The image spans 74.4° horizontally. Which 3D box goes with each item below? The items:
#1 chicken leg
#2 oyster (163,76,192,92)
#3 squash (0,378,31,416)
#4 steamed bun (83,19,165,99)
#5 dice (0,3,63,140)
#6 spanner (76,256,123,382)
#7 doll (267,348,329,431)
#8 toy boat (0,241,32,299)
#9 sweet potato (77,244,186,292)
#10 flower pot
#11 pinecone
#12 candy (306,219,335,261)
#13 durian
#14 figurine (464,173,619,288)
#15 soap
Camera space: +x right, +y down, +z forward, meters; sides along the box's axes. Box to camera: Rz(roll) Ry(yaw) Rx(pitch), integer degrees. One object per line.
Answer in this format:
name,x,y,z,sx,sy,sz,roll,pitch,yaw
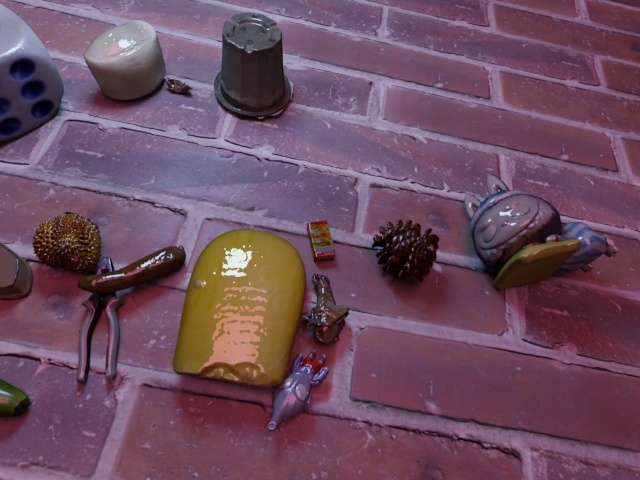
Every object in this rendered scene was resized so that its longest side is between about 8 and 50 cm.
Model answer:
chicken leg,0.018,0.183,1.143,0.125,0.080,0.196,25,50,-10
oyster,-0.497,-0.537,1.466,0.083,0.081,0.038,17,80,38
squash,-0.795,0.324,0.931,0.293,0.082,0.082,16,60,0
steamed bun,-0.627,-0.590,1.395,0.155,0.200,0.250,35,65,9
dice,-0.994,-0.499,1.247,0.304,0.276,0.304,39,60,11
spanner,-0.555,0.191,1.068,0.096,0.040,0.324,-3,63,-12
doll,-0.060,0.366,1.035,0.102,0.075,0.227,23,48,23
toy boat,-0.823,0.075,1.075,0.188,0.061,0.116,35,61,10
sweet potato,-0.478,0.083,1.101,0.274,0.075,0.075,-23,67,-32
flower pot,-0.228,-0.605,1.436,0.291,0.259,0.290,3,60,-6
pinecone,0.244,0.028,1.225,0.195,0.150,0.179,31,61,8
candy,0.000,0.000,1.265,0.062,0.038,0.121,-7,63,-13
durian,-0.660,0.006,1.103,0.158,0.137,0.167,5,68,-30
figurine,0.630,-0.074,1.288,0.362,0.266,0.377,-4,62,-18
soap,-0.199,0.159,1.102,0.307,0.115,0.426,10,60,0
